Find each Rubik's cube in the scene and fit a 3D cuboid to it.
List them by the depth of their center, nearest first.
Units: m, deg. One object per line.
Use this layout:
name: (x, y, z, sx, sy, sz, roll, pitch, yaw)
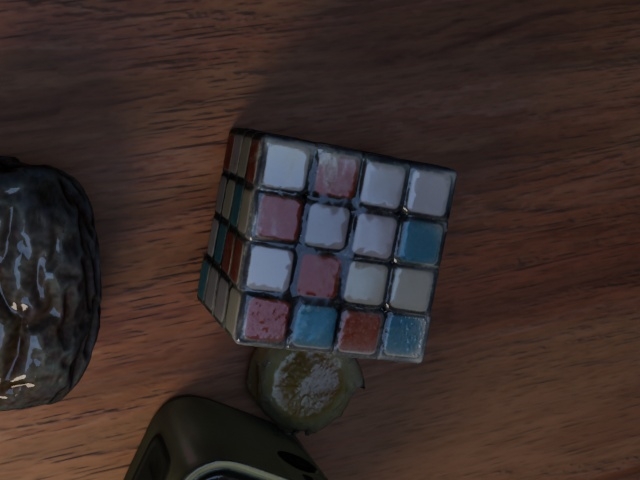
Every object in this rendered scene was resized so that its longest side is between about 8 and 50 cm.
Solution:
Rubik's cube: (-0.001, -0.001, 1.197, 0.256, 0.259, 0.254, 9, 98, -17)

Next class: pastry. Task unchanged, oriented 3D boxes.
pastry: (-0.025, 0.196, 1.313, 0.165, 0.088, 0.166, -3, 101, -17)

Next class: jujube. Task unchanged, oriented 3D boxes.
jujube: (-0.375, 0.054, 1.120, 0.225, 0.226, 0.317, -1, 94, -16)

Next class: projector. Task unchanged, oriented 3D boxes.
projector: (-0.129, 0.381, 1.229, 0.248, 0.249, 0.248, 25, 91, -20)
